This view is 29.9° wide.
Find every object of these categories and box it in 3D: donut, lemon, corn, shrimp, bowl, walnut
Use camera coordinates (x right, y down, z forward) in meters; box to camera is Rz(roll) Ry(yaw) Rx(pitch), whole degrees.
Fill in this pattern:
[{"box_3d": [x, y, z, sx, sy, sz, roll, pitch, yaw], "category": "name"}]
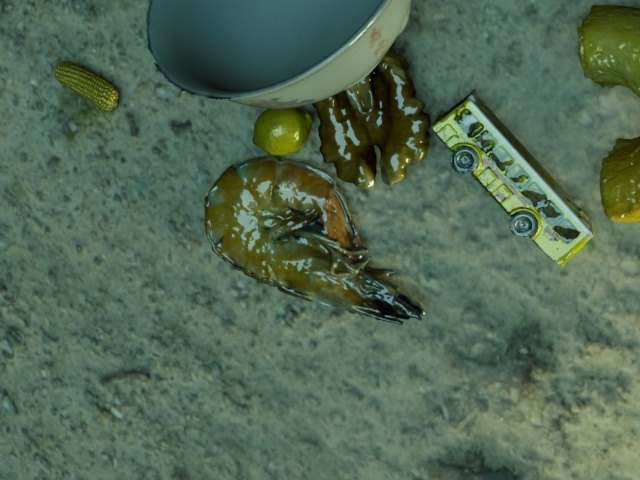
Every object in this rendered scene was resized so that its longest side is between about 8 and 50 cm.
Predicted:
[{"box_3d": [0.379, -0.145, 1.329, 0.152, 0.101, 0.259, -7, 98, 35], "category": "donut"}, {"box_3d": [-0.046, -0.137, 1.478, 0.083, 0.062, 0.062, -23, 98, 5], "category": "lemon"}, {"box_3d": [-0.300, -0.200, 1.537, 0.092, 0.037, 0.037, 29, 110, 5], "category": "corn"}, {"box_3d": [0.000, 0.000, 1.504, 0.316, 0.062, 0.164, 26, 107, 9], "category": "shrimp"}, {"box_3d": [-0.014, -0.265, 1.357, 0.345, 0.346, 0.157, -26, 142, 19], "category": "bowl"}, {"box_3d": [0.064, -0.150, 1.442, 0.143, 0.069, 0.170, -7, 101, 19], "category": "walnut"}]

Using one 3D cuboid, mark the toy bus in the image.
[{"box_3d": [0.225, -0.071, 1.415, 0.074, 0.081, 0.226, -42, 92, 19], "category": "toy bus"}]
